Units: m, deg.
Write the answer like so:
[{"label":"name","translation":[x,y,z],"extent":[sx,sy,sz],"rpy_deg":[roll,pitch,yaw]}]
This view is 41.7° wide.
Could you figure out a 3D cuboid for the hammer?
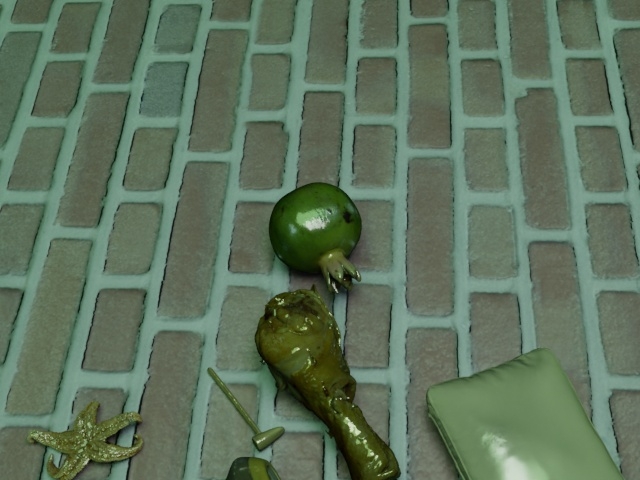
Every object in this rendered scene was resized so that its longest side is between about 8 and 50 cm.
[{"label":"hammer","translation":[-0.142,0.293,1.530],"extent":[0.060,0.028,0.195],"rpy_deg":[-32,59,-21]}]

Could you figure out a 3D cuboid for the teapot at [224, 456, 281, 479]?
[{"label":"teapot","translation":[-0.115,0.442,1.386],"extent":[0.119,0.130,0.165],"rpy_deg":[-30,91,3]}]

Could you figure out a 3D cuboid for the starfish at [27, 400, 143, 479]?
[{"label":"starfish","translation":[-0.423,0.353,1.499],"extent":[0.210,0.053,0.150],"rpy_deg":[2,53,8]}]

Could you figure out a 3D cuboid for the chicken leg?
[{"label":"chicken leg","translation":[0.018,0.264,1.469],"extent":[0.153,0.201,0.429],"rpy_deg":[-38,65,11]}]

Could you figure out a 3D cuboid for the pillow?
[{"label":"pillow","translation":[0.342,0.351,1.395],"extent":[0.255,0.120,0.322],"rpy_deg":[-18,55,-9]}]

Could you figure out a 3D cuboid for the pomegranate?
[{"label":"pomegranate","translation":[0.002,0.000,1.616],"extent":[0.187,0.187,0.225],"rpy_deg":[-21,61,-9]}]
